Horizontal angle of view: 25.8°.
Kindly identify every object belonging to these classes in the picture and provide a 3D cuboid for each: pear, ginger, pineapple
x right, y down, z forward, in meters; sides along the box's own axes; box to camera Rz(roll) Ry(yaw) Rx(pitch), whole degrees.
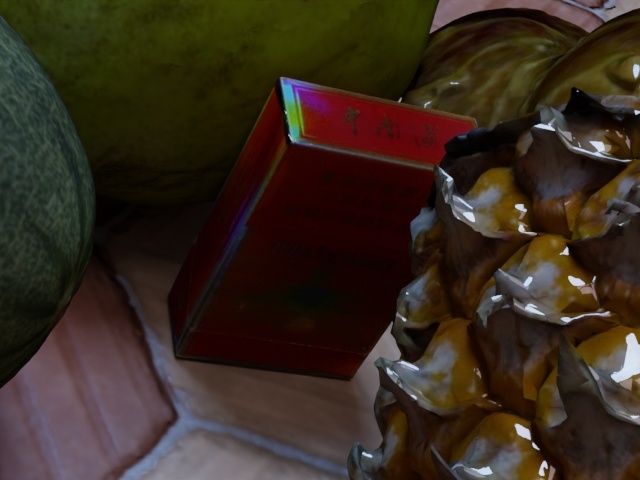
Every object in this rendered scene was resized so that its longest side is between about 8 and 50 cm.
[{"bbox_3d":[-0.100,-0.156,0.769,0.375,0.287,0.287,-18,55,-13],"label":"pear"},{"bbox_3d":[0.177,-0.073,0.844,0.274,0.152,0.357,-18,15,-26],"label":"ginger"},{"bbox_3d":[0.169,0.122,0.561,0.353,0.352,0.300,14,63,-17],"label":"pineapple"}]

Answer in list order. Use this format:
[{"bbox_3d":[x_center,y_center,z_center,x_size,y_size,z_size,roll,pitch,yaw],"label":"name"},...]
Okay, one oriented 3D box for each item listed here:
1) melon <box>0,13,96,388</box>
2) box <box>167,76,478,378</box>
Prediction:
[{"bbox_3d":[-0.242,-0.034,0.574,0.302,0.237,0.237,23,40,-8],"label":"melon"},{"bbox_3d":[0.000,-0.001,0.730,0.112,0.175,0.048,10,46,-23],"label":"box"}]
